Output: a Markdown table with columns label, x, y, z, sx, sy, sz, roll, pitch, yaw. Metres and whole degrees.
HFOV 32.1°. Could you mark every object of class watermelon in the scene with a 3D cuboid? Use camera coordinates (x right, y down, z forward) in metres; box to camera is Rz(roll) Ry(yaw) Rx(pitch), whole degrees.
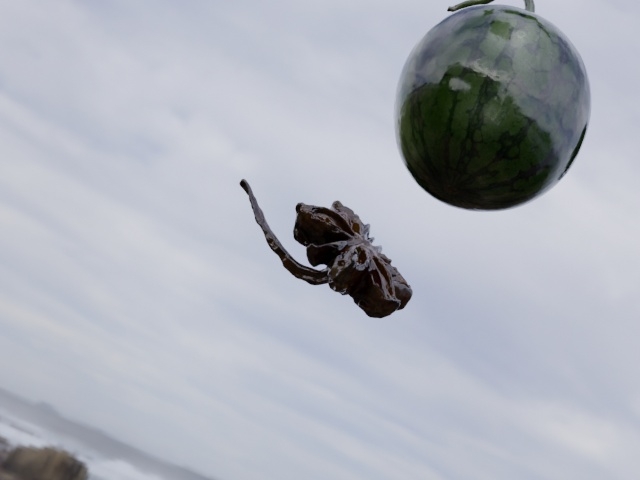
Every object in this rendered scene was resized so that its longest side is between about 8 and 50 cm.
| label | x | y | z | sx | sy | sz | roll | pitch | yaw |
| --- | --- | --- | --- | --- | --- | --- | --- | --- | --- |
| watermelon | 0.127 | -0.111 | 0.797 | 0.140 | 0.187 | 0.141 | 20 | -20 | 8 |

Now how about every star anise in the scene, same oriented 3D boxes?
| label | x | y | z | sx | sy | sz | roll | pitch | yaw |
| --- | --- | --- | --- | --- | --- | --- | --- | --- | --- |
| star anise | 0.000 | 0.000 | 0.953 | 0.191 | 0.070 | 0.097 | 48 | 27 | 25 |
